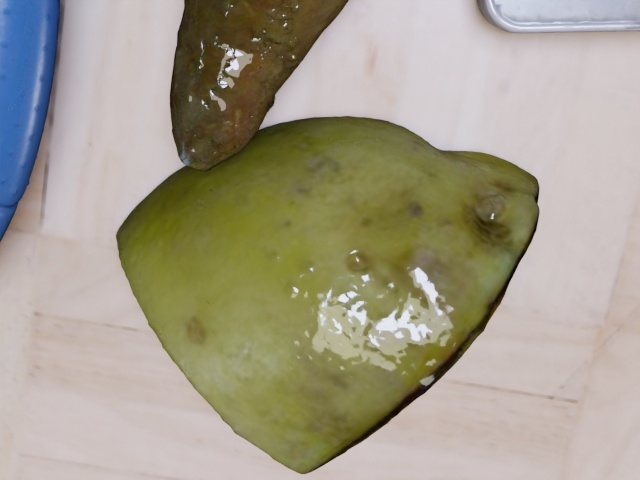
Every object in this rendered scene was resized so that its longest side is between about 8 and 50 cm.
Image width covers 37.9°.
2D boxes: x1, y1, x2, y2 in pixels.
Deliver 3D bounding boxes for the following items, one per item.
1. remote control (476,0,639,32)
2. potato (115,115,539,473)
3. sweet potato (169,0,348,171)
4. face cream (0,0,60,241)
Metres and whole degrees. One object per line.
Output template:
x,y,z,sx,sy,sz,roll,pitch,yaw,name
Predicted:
0.109,-0.202,0.331,0.103,0.034,0.250,0,105,1,remote control
0.000,0.000,0.362,0.120,0.081,0.149,42,102,-12,potato
-0.031,-0.184,0.307,0.124,0.098,0.309,-9,107,25,sweet potato
-0.165,-0.102,0.335,0.149,0.083,0.263,12,104,1,face cream
